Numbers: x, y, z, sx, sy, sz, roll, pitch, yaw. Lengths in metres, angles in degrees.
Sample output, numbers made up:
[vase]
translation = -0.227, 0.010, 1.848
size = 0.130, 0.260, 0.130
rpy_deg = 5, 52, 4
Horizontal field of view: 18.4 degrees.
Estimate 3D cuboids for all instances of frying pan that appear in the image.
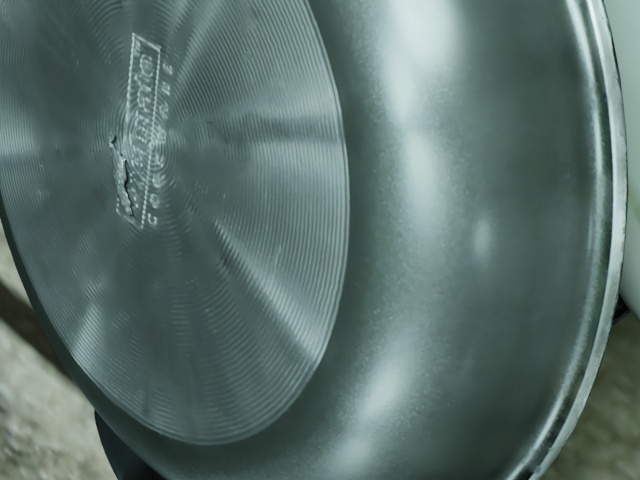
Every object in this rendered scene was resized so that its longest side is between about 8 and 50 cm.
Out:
[frying pan]
translation = -0.052, -0.071, 0.450
size = 0.326, 0.053, 0.197
rpy_deg = 53, 137, 25

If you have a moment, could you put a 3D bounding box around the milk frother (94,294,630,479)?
[milk frother]
translation = 0.000, 0.000, 0.557
size = 0.135, 0.129, 0.143
rpy_deg = 124, 147, -45

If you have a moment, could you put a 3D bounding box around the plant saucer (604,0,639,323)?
[plant saucer]
translation = 0.197, -0.047, 0.305
size = 0.400, 0.100, 0.400
rpy_deg = 32, 145, 25
